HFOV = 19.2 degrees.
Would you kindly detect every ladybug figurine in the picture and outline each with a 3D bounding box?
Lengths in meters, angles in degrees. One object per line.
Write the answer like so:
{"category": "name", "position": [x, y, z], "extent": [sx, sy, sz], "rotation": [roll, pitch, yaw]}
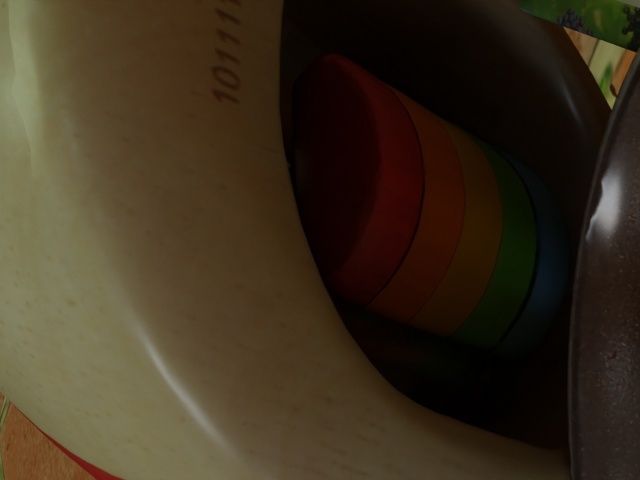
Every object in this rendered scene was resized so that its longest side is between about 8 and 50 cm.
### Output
{"category": "ladybug figurine", "position": [0.000, 0.000, 0.744], "extent": [0.162, 0.449, 0.305], "rotation": [-15, 64, 31]}

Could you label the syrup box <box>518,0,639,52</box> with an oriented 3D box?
{"category": "syrup box", "position": [0.185, -0.093, 0.666], "extent": [0.237, 0.096, 0.093], "rotation": [32, 111, 53]}

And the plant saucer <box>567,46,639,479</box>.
{"category": "plant saucer", "position": [0.152, 0.064, 0.557], "extent": [0.310, 0.050, 0.310], "rotation": [178, 90, -76]}
